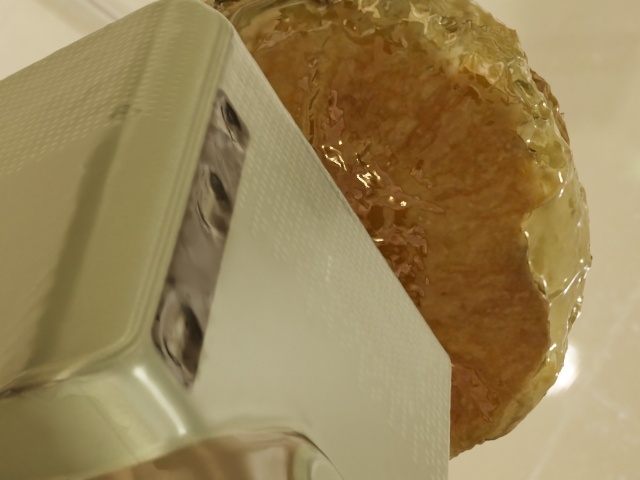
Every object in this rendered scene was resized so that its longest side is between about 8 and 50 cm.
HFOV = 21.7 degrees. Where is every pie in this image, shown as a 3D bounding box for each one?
[{"bbox_3d":[0.000,0.000,0.968,0.339,0.339,0.083,-44,-168,23],"label":"pie"}]

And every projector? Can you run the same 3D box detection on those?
[{"bbox_3d":[-0.062,0.069,0.483,0.163,0.177,0.242,-26,-154,19],"label":"projector"}]
